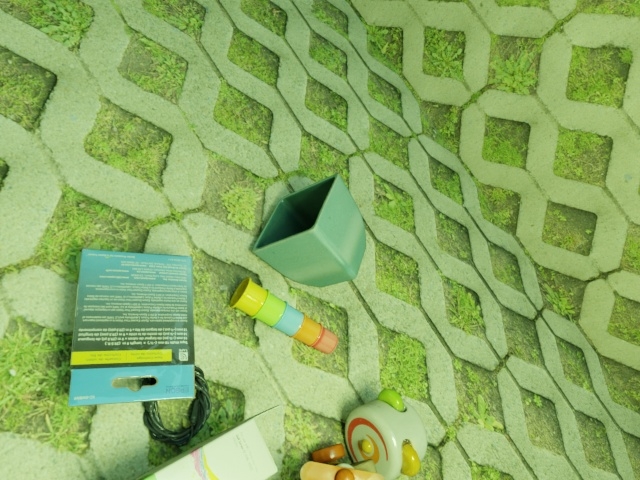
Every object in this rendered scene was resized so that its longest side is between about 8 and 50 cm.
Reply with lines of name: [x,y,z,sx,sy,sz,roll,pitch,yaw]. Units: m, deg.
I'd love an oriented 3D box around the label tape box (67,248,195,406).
label tape box: [-0.408,0.194,1.006,0.241,0.106,0.333,6,59,-27]

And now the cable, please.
cable: [-0.319,0.365,1.029,0.151,0.047,0.184,1,58,-42]

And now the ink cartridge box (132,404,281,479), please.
ink cartridge box: [-0.233,0.470,0.908,0.354,0.207,0.119,-16,72,-41]

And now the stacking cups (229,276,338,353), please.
stacking cups: [-0.096,0.222,1.264,0.316,0.096,0.095,36,47,-20]

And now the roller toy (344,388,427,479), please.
roller toy: [0.164,0.516,1.188,0.146,0.191,0.209,-7,56,-39]

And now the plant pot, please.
plant pot: [0.000,0.000,1.367,0.252,0.248,0.247,48,43,-27]

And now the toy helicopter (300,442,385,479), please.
toy helicopter: [-0.019,0.548,1.001,0.356,0.235,0.140,1,64,-37]
